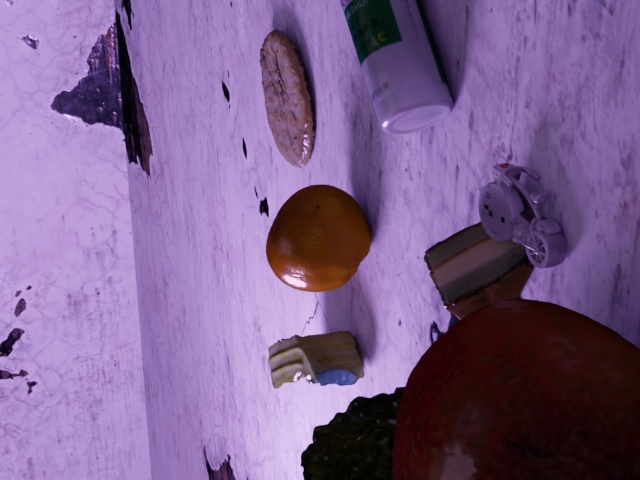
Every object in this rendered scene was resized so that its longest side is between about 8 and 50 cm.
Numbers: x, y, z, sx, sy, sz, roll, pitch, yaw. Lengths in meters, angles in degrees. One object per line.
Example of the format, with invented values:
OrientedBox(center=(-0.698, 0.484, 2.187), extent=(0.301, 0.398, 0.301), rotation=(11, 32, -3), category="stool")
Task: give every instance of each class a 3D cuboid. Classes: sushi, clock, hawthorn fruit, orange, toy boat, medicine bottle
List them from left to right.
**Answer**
OrientedBox(center=(-0.010, 0.185, 2.401), extent=(0.276, 0.111, 0.084), rotation=(159, 104, -74), category="toy boat")
OrientedBox(center=(0.000, 0.000, 2.181), extent=(0.136, 0.159, 0.159), rotation=(30, 145, 13), category="orange")
OrientedBox(center=(0.079, -0.258, 1.830), extent=(0.095, 0.095, 0.260), rotation=(122, 135, -67), category="medicine bottle")
OrientedBox(center=(0.126, 0.310, 1.703), extent=(0.352, 0.178, 0.294), rotation=(50, -157, -51), category="sushi")
OrientedBox(center=(0.212, -0.025, 1.623), extent=(0.129, 0.041, 0.087), rotation=(47, 140, 46), category="clock")
OrientedBox(center=(0.202, 0.187, 1.436), extent=(0.369, 0.285, 0.284), rotation=(-106, 12, -65), category="hawthorn fruit")

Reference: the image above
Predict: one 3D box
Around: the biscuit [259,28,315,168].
OrientedBox(center=(-0.054, -0.220, 2.411), extent=(0.220, 0.033, 0.219), rotation=(168, 90, -74), category="biscuit")

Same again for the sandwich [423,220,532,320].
OrientedBox(center=(0.202, 0.042, 1.755), extent=(0.163, 0.113, 0.079), rotation=(37, -151, -59), category="sandwich")
